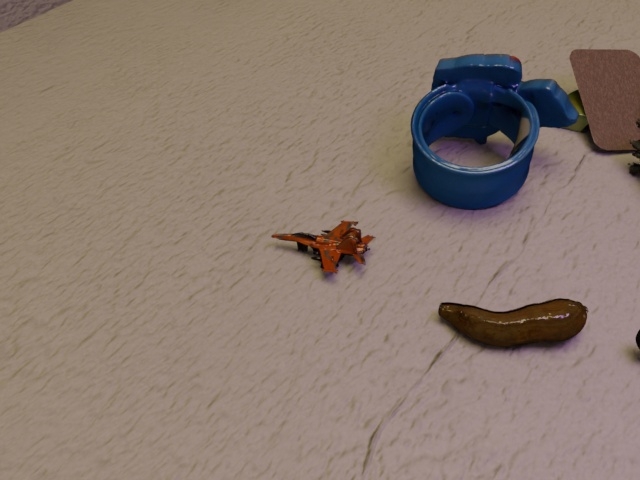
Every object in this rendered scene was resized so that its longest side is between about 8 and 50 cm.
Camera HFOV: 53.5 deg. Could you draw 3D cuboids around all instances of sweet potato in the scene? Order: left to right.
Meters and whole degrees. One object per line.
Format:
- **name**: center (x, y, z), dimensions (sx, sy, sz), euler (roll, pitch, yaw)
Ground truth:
- **sweet potato**: center (0.305, 0.130, 1.005), dimensions (0.232, 0.062, 0.081), euler (-1, 28, 7)

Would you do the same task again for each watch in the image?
- **watch**: center (0.336, -0.197, 1.250), dimensions (0.304, 0.241, 0.275), euler (11, 62, 17)

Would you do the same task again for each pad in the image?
- **pad**: center (0.654, -0.314, 1.397), dimensions (0.175, 0.002, 0.267), euler (-2, 67, -8)

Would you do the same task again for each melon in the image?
- **melon**: center (0.622, -0.304, 1.437), dimensions (0.209, 0.064, 0.118), euler (-26, 54, -18)

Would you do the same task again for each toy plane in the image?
- **toy plane**: center (0.002, 0.009, 1.159), dimensions (0.188, 0.062, 0.135), euler (-1, 42, 23)

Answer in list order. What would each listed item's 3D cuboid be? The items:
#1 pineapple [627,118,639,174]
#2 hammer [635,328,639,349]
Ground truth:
- **pineapple**: center (0.698, -0.108, 1.151), dimensions (0.174, 0.175, 0.361), euler (-12, 45, -9)
- **hammer**: center (0.592, 0.273, 0.814), dimensions (0.168, 0.044, 0.440), euler (-7, 44, -6)
